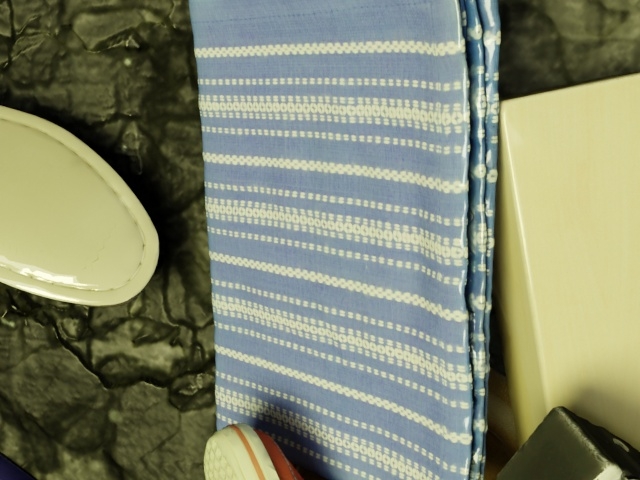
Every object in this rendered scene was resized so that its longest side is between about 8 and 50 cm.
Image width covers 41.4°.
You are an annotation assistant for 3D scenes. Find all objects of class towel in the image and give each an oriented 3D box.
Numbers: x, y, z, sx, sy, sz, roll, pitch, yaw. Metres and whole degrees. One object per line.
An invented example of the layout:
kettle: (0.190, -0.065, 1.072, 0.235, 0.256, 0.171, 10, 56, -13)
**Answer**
towel: (0.000, 0.000, 0.531, 0.243, 0.040, 0.336, 11, 107, 44)

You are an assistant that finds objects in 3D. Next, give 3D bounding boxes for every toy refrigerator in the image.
toy refrigerator: (0.164, 0.041, 0.511, 0.102, 0.094, 0.269, -12, 99, -3)

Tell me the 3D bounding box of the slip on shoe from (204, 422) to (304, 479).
slip on shoe: (0.034, 0.252, 0.563, 0.331, 0.101, 0.123, 54, 152, -4)

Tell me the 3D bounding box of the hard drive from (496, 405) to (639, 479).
hard drive: (0.190, 0.265, 0.480, 0.339, 0.064, 0.237, 33, 101, -22)

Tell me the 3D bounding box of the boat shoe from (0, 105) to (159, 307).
boat shoe: (-0.259, -0.038, 0.623, 0.324, 0.096, 0.116, 26, 67, 6)

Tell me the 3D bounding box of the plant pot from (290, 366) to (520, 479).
plant pot: (0.069, 0.193, 0.611, 0.236, 0.032, 0.236, 3, 102, 16)

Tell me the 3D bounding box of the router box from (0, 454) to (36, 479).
router box: (-0.440, 0.256, 0.745, 0.335, 0.082, 0.301, 33, 108, 7)
